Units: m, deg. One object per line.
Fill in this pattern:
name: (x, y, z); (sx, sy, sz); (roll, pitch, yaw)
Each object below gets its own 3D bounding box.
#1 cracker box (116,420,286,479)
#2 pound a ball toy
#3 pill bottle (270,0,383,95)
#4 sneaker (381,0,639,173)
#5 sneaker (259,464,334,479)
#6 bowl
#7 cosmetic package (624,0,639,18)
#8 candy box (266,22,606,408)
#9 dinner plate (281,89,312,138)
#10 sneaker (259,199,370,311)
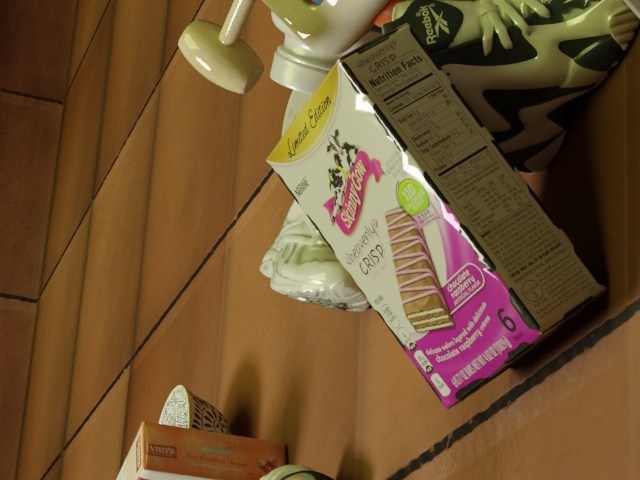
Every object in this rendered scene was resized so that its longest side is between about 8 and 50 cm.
cracker box: (-0.144, 0.293, 1.775); (0.067, 0.156, 0.232); (-96, 24, -44)
pound a ball toy: (0.041, -0.250, 1.433); (0.208, 0.136, 0.319); (-45, -1, -45)
pill bottle: (0.022, -0.254, 1.650); (0.124, 0.124, 0.221); (-127, 50, -68)
sneaker: (0.128, -0.157, 1.197); (0.235, 0.153, 0.094); (118, 155, -44)
sneaker: (-0.032, 0.334, 1.497); (0.108, 0.100, 0.271); (164, 116, -65)
bowl: (-0.137, 0.253, 1.908); (0.170, 0.080, 0.170); (-169, 90, -73)
cosmetic package: (0.200, -0.241, 1.045); (0.127, 0.107, 0.238); (-40, 29, 16)
candy box: (0.075, -0.014, 1.192); (0.233, 0.071, 0.159); (54, 149, 9)
dinner plate: (-0.022, -0.137, 1.902); (0.141, 0.017, 0.141); (-168, 90, -74)
sneaker: (0.000, 0.000, 1.625); (0.232, 0.090, 0.115); (-151, 77, -71)
